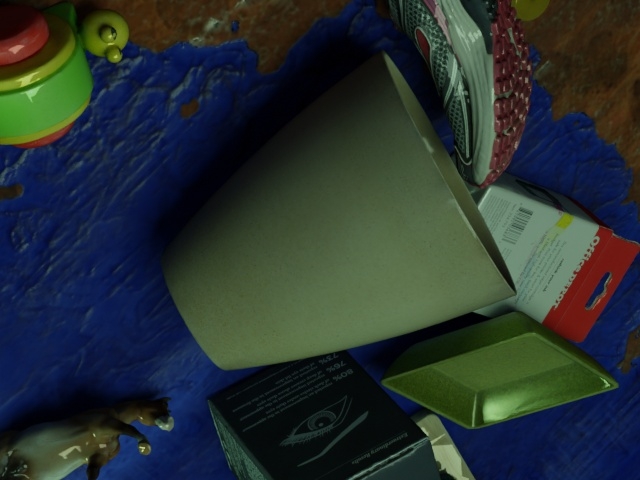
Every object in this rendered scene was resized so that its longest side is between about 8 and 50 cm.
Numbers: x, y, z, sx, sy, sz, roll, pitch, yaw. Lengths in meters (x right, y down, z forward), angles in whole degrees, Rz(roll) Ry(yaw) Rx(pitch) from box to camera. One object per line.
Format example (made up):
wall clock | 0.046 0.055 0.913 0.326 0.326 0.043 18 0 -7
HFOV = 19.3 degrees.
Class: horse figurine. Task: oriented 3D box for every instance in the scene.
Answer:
horse figurine | -0.257 0.213 1.766 0.263 0.174 0.066 -23 109 -6

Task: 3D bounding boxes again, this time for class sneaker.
sneaker | 0.125 -0.190 1.745 0.121 0.112 0.299 -52 135 -54

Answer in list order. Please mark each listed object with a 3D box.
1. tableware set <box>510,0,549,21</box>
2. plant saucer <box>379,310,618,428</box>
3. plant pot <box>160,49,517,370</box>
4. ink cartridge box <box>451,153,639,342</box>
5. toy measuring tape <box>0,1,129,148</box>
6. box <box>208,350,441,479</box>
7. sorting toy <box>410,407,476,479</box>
tableware set | 0.175 -0.227 1.821 0.104 0.024 0.154 -2 118 -33
plant saucer | 0.186 0.131 1.973 0.188 0.045 0.188 -21 148 30
plant pot | 0.000 0.000 1.737 0.274 0.256 0.256 -28 130 7
ink cartridge box | 0.206 0.012 1.946 0.231 0.078 0.134 19 108 -37
toy measuring tape | -0.303 -0.109 1.554 0.330 0.121 0.121 -26 128 -14
box | 0.006 0.214 1.868 0.153 0.207 0.108 -26 128 -14
sorting toy | 0.086 0.361 2.029 0.255 0.089 0.257 -34 109 -8
